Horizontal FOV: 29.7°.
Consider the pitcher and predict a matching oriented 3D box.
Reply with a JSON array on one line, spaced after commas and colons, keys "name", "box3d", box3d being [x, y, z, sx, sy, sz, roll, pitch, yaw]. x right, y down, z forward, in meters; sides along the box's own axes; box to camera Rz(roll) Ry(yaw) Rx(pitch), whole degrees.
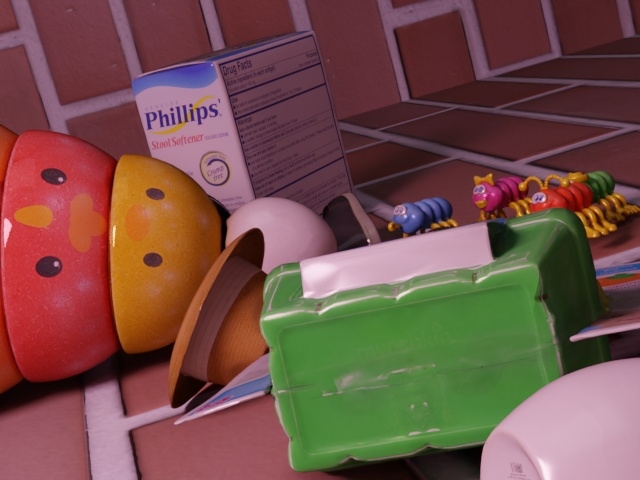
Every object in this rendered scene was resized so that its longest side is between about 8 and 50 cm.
[{"name": "pitcher", "box3d": [0.183, 0.122, 0.620, 0.207, 0.125, 0.178, -7, -12, -17]}]

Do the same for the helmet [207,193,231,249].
[{"name": "helmet", "box3d": [-0.186, 0.013, 1.476, 0.169, 0.169, 0.161, -9, 25, 29]}]

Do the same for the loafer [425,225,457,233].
[{"name": "loafer", "box3d": [0.178, 0.019, 1.262, 0.148, 0.050, 0.056, 12, 27, 33]}]

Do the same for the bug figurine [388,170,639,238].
[{"name": "bug figurine", "box3d": [0.221, -0.042, 1.372, 0.279, 0.072, 0.216, -4, 7, 43]}]

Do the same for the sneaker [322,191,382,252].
[{"name": "sneaker", "box3d": [0.000, 0.000, 1.487, 0.118, 0.083, 0.222, -17, 12, -6]}]

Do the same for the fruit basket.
[{"name": "fruit basket", "box3d": [0.093, 0.054, 0.912, 0.327, 0.165, 0.353, -12, 8, 16]}]

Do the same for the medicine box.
[{"name": "medicine box", "box3d": [-0.096, -0.126, 1.690, 0.149, 0.289, 0.263, -8, 13, 32]}]

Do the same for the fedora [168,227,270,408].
[{"name": "fedora", "box3d": [-0.067, 0.081, 1.093, 0.079, 0.194, 0.194, 23, 21, 10]}]

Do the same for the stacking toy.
[{"name": "stacking toy", "box3d": [-0.223, 0.007, 1.268, 0.480, 0.350, 0.350, -4, 11, -2]}]
